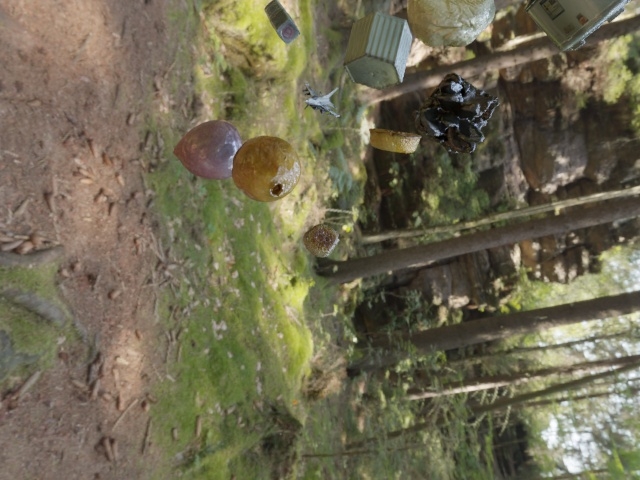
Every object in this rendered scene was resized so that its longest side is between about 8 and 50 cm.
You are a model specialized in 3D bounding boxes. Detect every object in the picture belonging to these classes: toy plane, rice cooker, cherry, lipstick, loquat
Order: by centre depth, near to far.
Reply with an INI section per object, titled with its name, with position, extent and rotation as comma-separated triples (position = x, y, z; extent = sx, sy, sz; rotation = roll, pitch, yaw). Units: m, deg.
[rice cooker]
position = 0.693, -0.667, 1.200
extent = 0.227, 0.241, 0.280
rotation = 48, -7, -1
[loquat]
position = -0.175, -0.232, 1.434
extent = 0.193, 0.238, 0.238
rotation = 50, 27, -43
[toy plane]
position = -0.012, -0.464, 1.491
extent = 0.160, 0.082, 0.234
rotation = 46, 40, 1
[cherry]
position = -0.400, -0.319, 1.638
extent = 0.206, 0.239, 0.239
rotation = 51, 6, 15
[lipstick]
position = -0.153, -0.848, 1.714
extent = 0.076, 0.077, 0.290
rotation = 40, 19, -40

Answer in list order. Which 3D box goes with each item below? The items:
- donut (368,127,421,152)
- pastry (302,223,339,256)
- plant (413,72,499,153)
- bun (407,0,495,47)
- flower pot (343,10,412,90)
[donut]
position = 0.248, -0.340, 1.515
extent = 0.162, 0.178, 0.066
rotation = -104, -160, -70
[pastry]
position = 0.000, 0.000, 2.465
extent = 0.192, 0.182, 0.093
rotation = -49, 176, -33
[plant]
position = 0.378, -0.359, 1.254
extent = 0.199, 0.188, 0.276
rotation = 35, 19, 0
[bun]
position = 0.317, -0.553, 1.104
extent = 0.134, 0.220, 0.221
rotation = 95, -7, -53
[flower pot]
position = 0.215, -0.708, 1.675
extent = 0.209, 0.239, 0.190
rotation = 21, 79, -37
